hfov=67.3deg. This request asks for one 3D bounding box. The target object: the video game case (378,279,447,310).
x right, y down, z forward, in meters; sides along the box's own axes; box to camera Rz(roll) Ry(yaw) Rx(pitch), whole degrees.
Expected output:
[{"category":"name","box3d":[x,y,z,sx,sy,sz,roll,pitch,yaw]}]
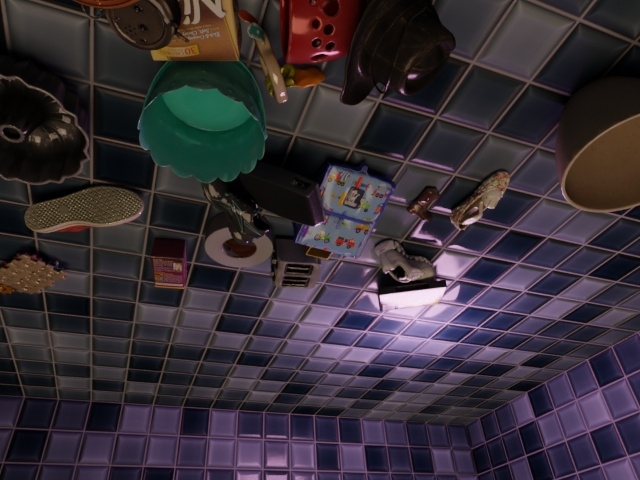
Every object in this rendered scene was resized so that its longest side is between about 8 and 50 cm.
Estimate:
[{"category":"video game case","box3d":[0.352,0.218,1.878,0.248,0.035,0.275,-7,158,5]}]

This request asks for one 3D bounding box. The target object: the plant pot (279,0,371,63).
[{"category":"plant pot","box3d":[0.013,-0.440,0.927,0.174,0.191,0.191,-1,142,-8]}]

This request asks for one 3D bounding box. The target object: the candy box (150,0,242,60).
[{"category":"candy box","box3d":[-0.257,-0.501,0.904,0.183,0.087,0.316,0,142,-1]}]

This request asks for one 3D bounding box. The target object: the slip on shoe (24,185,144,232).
[{"category":"slip on shoe","box3d":[-0.679,-0.085,1.407,0.331,0.123,0.101,-11,174,1]}]

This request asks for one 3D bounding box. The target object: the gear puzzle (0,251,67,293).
[{"category":"gear puzzle","box3d":[-1.047,0.125,1.691,0.339,0.044,0.175,-23,140,28]}]

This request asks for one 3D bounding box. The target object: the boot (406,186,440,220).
[{"category":"boot","box3d":[0.344,-0.116,1.507,0.106,0.037,0.114,17,133,-28]}]

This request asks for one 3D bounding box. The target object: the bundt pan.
[{"category":"bundt pan","box3d":[-0.698,-0.286,1.117,0.331,0.124,0.330,-2,142,-2]}]

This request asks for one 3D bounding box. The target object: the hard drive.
[{"category":"hard drive","box3d":[-0.112,-0.130,1.325,0.255,0.054,0.172,22,150,24]}]

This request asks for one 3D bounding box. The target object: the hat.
[{"category":"hat","box3d":[0.179,-0.374,0.920,0.134,0.331,0.331,35,141,12]}]

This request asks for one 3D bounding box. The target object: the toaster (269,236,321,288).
[{"category":"toaster","box3d":[-0.080,0.079,1.655,0.186,0.110,0.168,4,142,-11]}]

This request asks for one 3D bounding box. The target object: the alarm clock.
[{"category":"alarm clock","box3d":[-0.349,-0.422,0.891,0.192,0.064,0.129,7,142,3]}]

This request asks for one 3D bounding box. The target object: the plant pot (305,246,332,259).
[{"category":"plant pot","box3d":[0.000,0.000,1.579,0.081,0.083,0.081,13,134,-21]}]

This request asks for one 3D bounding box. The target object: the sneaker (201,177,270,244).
[{"category":"sneaker","box3d":[-0.240,-0.110,1.372,0.106,0.101,0.267,-15,125,23]}]

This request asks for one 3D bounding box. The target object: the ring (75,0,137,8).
[{"category":"ring","box3d":[-0.383,-0.550,0.757,0.337,0.032,0.336,8,121,13]}]

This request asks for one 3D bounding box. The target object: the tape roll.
[{"category":"tape roll","box3d":[-0.264,-0.002,1.566,0.219,0.072,0.219,-2,143,-2]}]

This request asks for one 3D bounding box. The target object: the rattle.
[{"category":"rattle","box3d":[-0.076,-0.408,1.031,0.143,0.130,0.199,-10,131,7]}]

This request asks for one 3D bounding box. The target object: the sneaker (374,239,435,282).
[{"category":"sneaker","box3d":[0.310,0.105,1.722,0.292,0.118,0.110,25,132,-34]}]

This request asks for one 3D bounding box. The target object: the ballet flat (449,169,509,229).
[{"category":"ballet flat","box3d":[0.499,-0.113,1.487,0.091,0.077,0.241,16,138,-23]}]

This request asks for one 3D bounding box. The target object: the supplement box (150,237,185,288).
[{"category":"supplement box","box3d":[-0.514,0.081,1.642,0.104,0.080,0.188,5,142,-11]}]

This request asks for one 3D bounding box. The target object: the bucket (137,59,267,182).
[{"category":"bucket","box3d":[-0.261,-0.289,1.103,0.281,0.183,0.281,-3,143,-2]}]

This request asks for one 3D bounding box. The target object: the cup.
[{"category":"cup","box3d":[0.727,-0.264,1.180,0.331,0.237,0.331,-2,142,-2]}]

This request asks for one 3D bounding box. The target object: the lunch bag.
[{"category":"lunch bag","box3d":[0.071,-0.111,1.436,0.221,0.138,0.293,15,126,-21]}]
